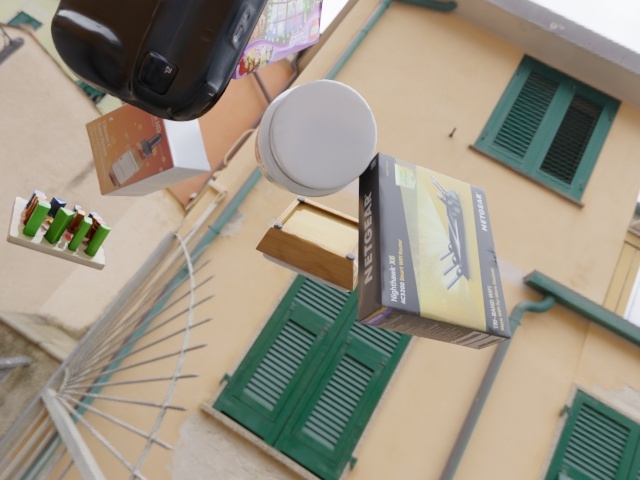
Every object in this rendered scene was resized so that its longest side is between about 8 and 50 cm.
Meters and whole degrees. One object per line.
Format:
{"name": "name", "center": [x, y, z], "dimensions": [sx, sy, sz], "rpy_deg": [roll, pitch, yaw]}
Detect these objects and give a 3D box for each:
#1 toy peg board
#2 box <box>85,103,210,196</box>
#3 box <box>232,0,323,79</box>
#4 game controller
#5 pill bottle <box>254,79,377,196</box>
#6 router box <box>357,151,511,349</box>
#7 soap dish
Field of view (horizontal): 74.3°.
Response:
{"name": "toy peg board", "center": [-0.485, -0.039, 0.810], "dimensions": [0.161, 0.079, 0.160], "rpy_deg": [28, 13, -40]}
{"name": "box", "center": [-0.294, -0.158, 0.722], "dimensions": [0.171, 0.130, 0.091], "rpy_deg": [-15, -2, 25]}
{"name": "box", "center": [-0.076, -0.403, 0.684], "dimensions": [0.057, 0.293, 0.200], "rpy_deg": [22, -48, 14]}
{"name": "game controller", "center": [-0.101, -0.262, 0.344], "dimensions": [0.167, 0.319, 0.067], "rpy_deg": [27, 2, 20]}
{"name": "pill bottle", "center": [-0.027, -0.208, 0.916], "dimensions": [0.224, 0.224, 0.392], "rpy_deg": [38, 0, -13]}
{"name": "router box", "center": [0.190, 0.014, 0.746], "dimensions": [0.243, 0.308, 0.081], "rpy_deg": [15, -33, -18]}
{"name": "soap dish", "center": [0.000, 0.000, 1.187], "dimensions": [0.291, 0.229, 0.118], "rpy_deg": [23, -51, 11]}
